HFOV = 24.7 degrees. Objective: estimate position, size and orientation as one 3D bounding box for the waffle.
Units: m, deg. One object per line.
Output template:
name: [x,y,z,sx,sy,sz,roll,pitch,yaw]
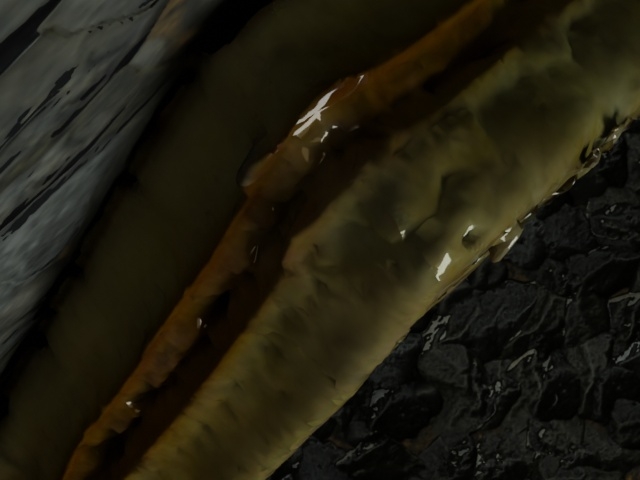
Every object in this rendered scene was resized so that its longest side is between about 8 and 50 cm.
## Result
waffle: [0.000,0.000,0.600,0.261,0.114,0.376,-40,174,-37]
